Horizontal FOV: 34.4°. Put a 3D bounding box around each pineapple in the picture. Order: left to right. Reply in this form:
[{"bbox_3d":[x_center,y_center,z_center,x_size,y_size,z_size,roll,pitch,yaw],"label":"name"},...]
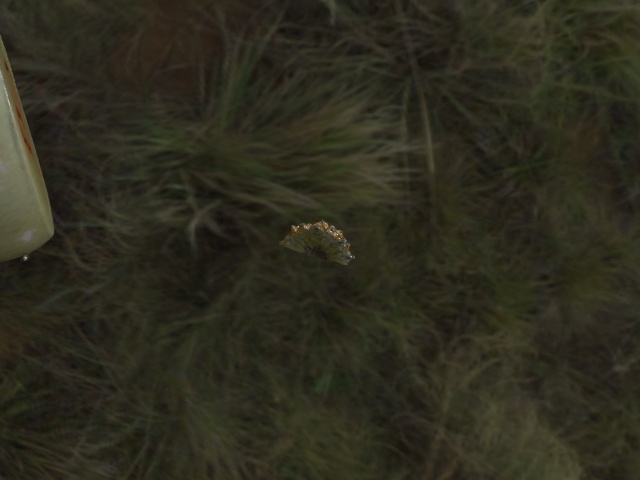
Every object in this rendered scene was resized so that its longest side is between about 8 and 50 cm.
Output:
[{"bbox_3d":[0.000,0.000,1.134,0.083,0.019,0.045,19,123,-6],"label":"pineapple"}]

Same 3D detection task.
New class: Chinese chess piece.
[{"bbox_3d":[-0.357,-0.108,1.074,0.102,0.273,0.273,-14,98,-11],"label":"Chinese chess piece"}]
